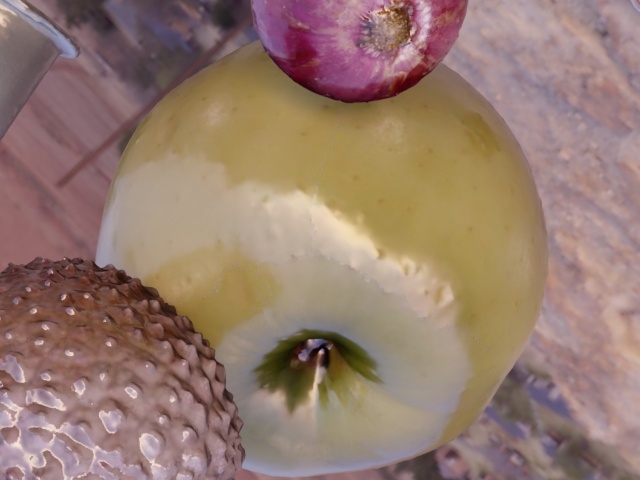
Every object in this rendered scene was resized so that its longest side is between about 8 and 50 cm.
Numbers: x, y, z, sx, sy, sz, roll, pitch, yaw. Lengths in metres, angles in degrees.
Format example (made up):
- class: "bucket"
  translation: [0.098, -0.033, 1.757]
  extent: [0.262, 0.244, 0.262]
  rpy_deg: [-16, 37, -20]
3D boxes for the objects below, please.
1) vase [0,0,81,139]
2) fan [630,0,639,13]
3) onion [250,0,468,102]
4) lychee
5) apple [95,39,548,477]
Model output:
- class: "vase"
  translation: [-0.537, -0.234, 1.802]
  extent: [0.245, 0.291, 0.245]
  rpy_deg: [30, 175, 3]
- class: "fan"
  translation: [0.401, -0.308, 1.183]
  extent: [0.074, 0.130, 0.244]
  rpy_deg: [10, 154, -24]
- class: "onion"
  translation: [0.030, -0.197, 0.952]
  extent: [0.153, 0.177, 0.177]
  rpy_deg: [28, 159, 40]
- class: "lychee"
  translation: [-0.194, 0.150, 0.940]
  extent: [0.300, 0.300, 0.300]
  rpy_deg: [40, 165, 13]
- class: "apple"
  translation: [0.000, 0.000, 1.214]
  extent: [0.474, 0.473, 0.473]
  rpy_deg: [40, 165, 13]
